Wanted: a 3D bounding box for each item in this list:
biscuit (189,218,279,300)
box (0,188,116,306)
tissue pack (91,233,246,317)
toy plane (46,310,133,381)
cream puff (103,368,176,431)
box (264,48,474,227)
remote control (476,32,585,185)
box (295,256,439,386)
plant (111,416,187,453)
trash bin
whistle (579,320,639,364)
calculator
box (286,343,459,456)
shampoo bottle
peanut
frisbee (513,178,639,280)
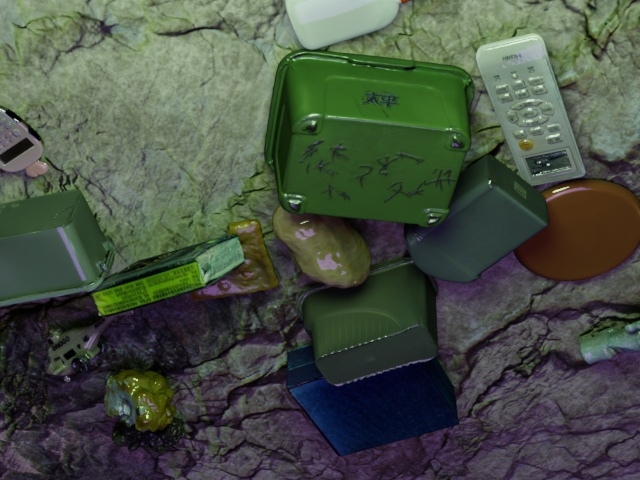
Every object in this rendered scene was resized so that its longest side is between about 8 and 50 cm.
[{"bbox_3d":[-0.180,0.041,1.938,0.183,0.039,0.174,-12,132,9],"label":"biscuit"},{"bbox_3d":[-0.502,0.009,1.832,0.243,0.163,0.135,-9,123,9],"label":"box"},{"bbox_3d":[-0.270,0.060,1.844,0.236,0.173,0.073,-16,99,26],"label":"tissue pack"},{"bbox_3d":[-0.460,0.187,2.042,0.286,0.092,0.108,-35,99,29],"label":"toy plane"},{"bbox_3d":[-0.371,0.331,2.153,0.156,0.156,0.121,11,89,-11],"label":"cream puff"},{"bbox_3d":[0.078,-0.154,1.674,0.329,0.177,0.252,6,133,-6],"label":"box"},{"bbox_3d":[0.352,-0.216,1.711,0.109,0.055,0.313,-11,136,22],"label":"remote control"},{"bbox_3d":[0.091,0.158,1.956,0.274,0.178,0.138,-20,129,16],"label":"box"},{"bbox_3d":[-0.379,0.425,2.259,0.174,0.085,0.087,-8,93,10],"label":"plant"},{"bbox_3d":[0.264,-0.029,1.830,0.177,0.101,0.236,34,128,-24],"label":"trash bin"},{"bbox_3d":[0.681,0.168,2.022,0.346,0.133,0.142,-21,171,29],"label":"whistle"},{"bbox_3d":[-0.531,-0.169,1.752,0.103,0.024,0.166,-28,125,21],"label":"calculator"},{"bbox_3d":[0.108,0.303,2.128,0.279,0.116,0.261,-20,131,15],"label":"box"},{"bbox_3d":[0.062,-0.364,1.568,0.221,0.051,0.108,-14,128,12],"label":"shampoo bottle"},{"bbox_3d":[0.000,0.000,1.847,0.129,0.129,0.224,-27,120,22],"label":"peanut"},{"bbox_3d":[0.480,-0.014,1.915,0.251,0.021,0.250,-1,131,-1],"label":"frisbee"}]
